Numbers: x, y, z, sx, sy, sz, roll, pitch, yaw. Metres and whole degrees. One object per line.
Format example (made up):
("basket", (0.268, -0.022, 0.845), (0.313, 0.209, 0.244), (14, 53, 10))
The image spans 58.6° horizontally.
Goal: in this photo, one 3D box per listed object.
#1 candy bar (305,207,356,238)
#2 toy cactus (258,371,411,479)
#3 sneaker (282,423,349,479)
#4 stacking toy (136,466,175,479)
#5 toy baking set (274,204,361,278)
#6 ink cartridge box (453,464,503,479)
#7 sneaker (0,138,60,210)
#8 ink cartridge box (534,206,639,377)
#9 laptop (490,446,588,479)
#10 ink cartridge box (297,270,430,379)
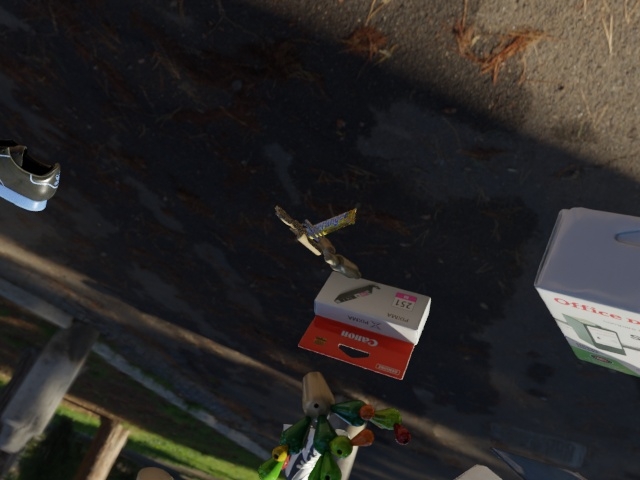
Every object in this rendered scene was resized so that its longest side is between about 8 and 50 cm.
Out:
("candy bar", (0.015, -0.032, 1.305), (0.161, 0.040, 0.018), (-19, 142, 31))
("toy cactus", (0.013, 0.271, 0.822), (0.218, 0.181, 0.112), (-33, 126, 12))
("sneaker", (-0.016, 0.527, 1.362), (0.094, 0.153, 0.234), (15, 162, -40))
("stacking toy", (-0.376, 0.551, 0.752), (0.479, 0.351, 0.351), (-17, 153, -15))
("toy baking set", (0.004, 0.004, 1.128), (0.197, 0.030, 0.256), (46, -174, 32))
("ink cartridge box", (0.248, 0.463, 0.714), (0.207, 0.117, 0.283), (27, 140, 61))
("sneaker", (-0.549, -0.136, 0.936), (0.232, 0.081, 0.090), (25, 113, -30))
("ink cartridge box", (0.432, 0.090, 0.755), (0.211, 0.122, 0.289), (14, 161, 41))
("laptop", (0.615, 0.464, 1.051), (0.381, 0.237, 0.407), (27, 131, -36))
("ink cartridge box", (0.111, 0.201, 1.423), (0.274, 0.239, 0.060), (14, 129, 18))
